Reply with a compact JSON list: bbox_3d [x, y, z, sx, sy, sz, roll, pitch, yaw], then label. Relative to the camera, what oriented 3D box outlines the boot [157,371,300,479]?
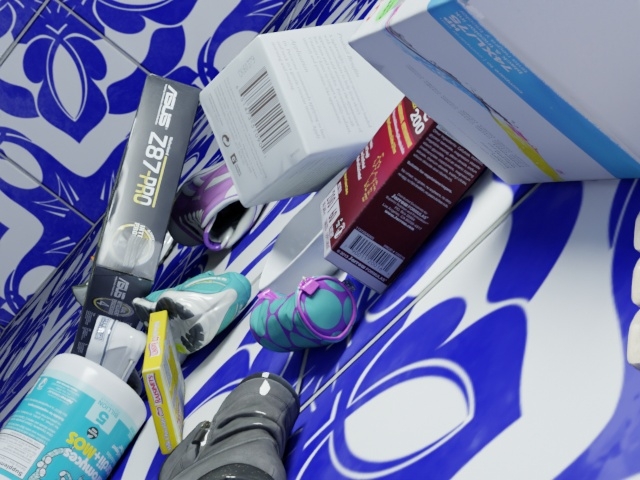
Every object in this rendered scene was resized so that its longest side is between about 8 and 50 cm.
[{"bbox_3d":[-0.144,0.273,1.225,0.338,0.118,0.223,-37,13,12],"label":"boot"}]

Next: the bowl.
[{"bbox_3d":[0.000,0.000,1.558,0.142,0.053,0.142,-44,14,32],"label":"bowl"}]

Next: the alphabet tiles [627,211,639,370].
[{"bbox_3d":[0.278,-0.045,0.775,0.278,0.021,0.284,-44,15,34],"label":"alphabet tiles"}]

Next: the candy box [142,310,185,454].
[{"bbox_3d":[-0.184,0.163,1.656,0.027,0.105,0.206,-10,15,-1],"label":"candy box"}]

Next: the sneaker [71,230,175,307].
[{"bbox_3d":[-0.355,0.028,2.611,0.271,0.108,0.100,-51,11,-4],"label":"sneaker"}]

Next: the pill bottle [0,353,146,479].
[{"bbox_3d":[-0.345,0.285,1.772,0.264,0.146,0.146,-58,14,-24],"label":"pill bottle"}]

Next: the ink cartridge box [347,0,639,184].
[{"bbox_3d":[0.182,-0.177,1.073,0.198,0.197,0.270,-53,12,-8],"label":"ink cartridge box"}]

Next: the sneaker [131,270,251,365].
[{"bbox_3d":[-0.167,0.096,1.844,0.110,0.107,0.275,-35,8,-24],"label":"sneaker"}]

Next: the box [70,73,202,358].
[{"bbox_3d":[-0.283,-0.019,2.122,0.395,0.097,0.318,121,164,-62],"label":"box"}]

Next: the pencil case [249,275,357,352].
[{"bbox_3d":[-0.019,0.073,1.376,0.064,0.070,0.151,-29,2,-24],"label":"pencil case"}]

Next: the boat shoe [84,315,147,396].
[{"bbox_3d":[-0.290,0.205,1.940,0.258,0.084,0.095,111,174,-52],"label":"boat shoe"}]

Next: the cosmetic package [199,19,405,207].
[{"bbox_3d":[-0.008,-0.147,1.603,0.183,0.151,0.151,-13,-14,-37],"label":"cosmetic package"}]

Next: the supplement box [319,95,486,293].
[{"bbox_3d":[0.097,-0.080,1.339,0.239,0.073,0.130,-51,17,18],"label":"supplement box"}]

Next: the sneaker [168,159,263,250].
[{"bbox_3d":[-0.174,-0.035,2.171,0.282,0.102,0.161,-39,21,46],"label":"sneaker"}]
